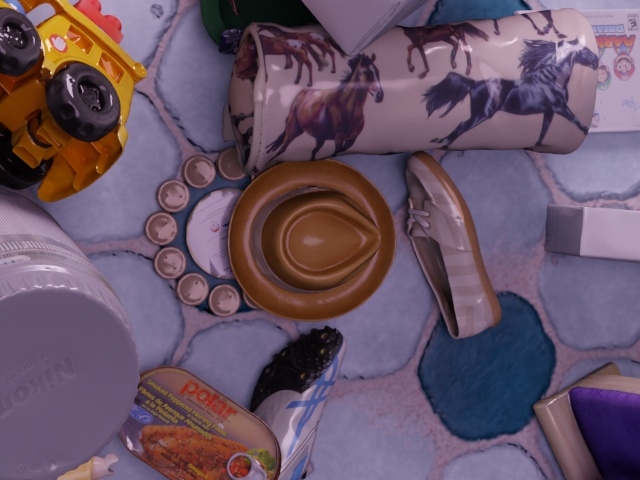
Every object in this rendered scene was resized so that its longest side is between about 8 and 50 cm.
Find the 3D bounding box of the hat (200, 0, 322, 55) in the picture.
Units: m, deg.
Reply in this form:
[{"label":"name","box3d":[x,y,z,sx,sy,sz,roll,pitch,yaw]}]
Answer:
[{"label":"hat","box3d":[-0.083,-0.328,1.882,0.173,0.183,0.208,-25,140,-9]}]

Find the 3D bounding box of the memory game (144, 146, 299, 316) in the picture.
[{"label":"memory game","box3d":[-0.099,-0.009,1.891,0.186,0.012,0.186,0,91,-18]}]

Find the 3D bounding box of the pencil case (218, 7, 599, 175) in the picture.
[{"label":"pencil case","box3d":[0.100,-0.160,1.854,0.410,0.183,0.159,-5,97,-16]}]

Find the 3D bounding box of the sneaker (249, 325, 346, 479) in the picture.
[{"label":"sneaker","box3d":[-0.035,0.203,1.888,0.086,0.085,0.237,36,77,-41]}]

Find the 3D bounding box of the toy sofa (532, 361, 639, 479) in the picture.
[{"label":"toy sofa","box3d":[0.362,0.240,1.859,0.177,0.362,0.150,-29,100,-20]}]

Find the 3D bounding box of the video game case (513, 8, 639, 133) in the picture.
[{"label":"video game case","box3d":[0.299,-0.194,2.005,0.157,0.019,0.143,-3,93,-17]}]

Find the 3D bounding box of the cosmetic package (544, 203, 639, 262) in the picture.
[{"label":"cosmetic package","box3d":[0.387,-0.002,1.997,0.239,0.099,0.060,5,90,-17]}]

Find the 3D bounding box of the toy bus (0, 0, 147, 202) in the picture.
[{"label":"toy bus","box3d":[-0.285,-0.184,1.750,0.220,0.149,0.211,41,43,-23]}]

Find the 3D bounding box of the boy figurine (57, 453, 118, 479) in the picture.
[{"label":"boy figurine","box3d":[-0.266,0.298,1.807,0.285,0.092,0.177,23,87,-20]}]

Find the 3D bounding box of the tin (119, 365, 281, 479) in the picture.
[{"label":"tin","box3d":[-0.126,0.208,1.832,0.190,0.040,0.106,33,87,16]}]

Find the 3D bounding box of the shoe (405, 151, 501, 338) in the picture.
[{"label":"shoe","box3d":[0.137,0.007,1.931,0.058,0.076,0.219,-26,101,-20]}]

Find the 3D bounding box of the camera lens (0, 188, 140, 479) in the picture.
[{"label":"camera lens","box3d":[-0.310,0.084,1.676,0.219,0.274,0.219,-10,114,-23]}]

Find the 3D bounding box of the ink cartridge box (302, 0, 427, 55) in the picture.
[{"label":"ink cartridge box","box3d":[0.081,-0.366,1.769,0.226,0.131,0.306,49,60,1]}]

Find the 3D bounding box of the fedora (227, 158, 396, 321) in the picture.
[{"label":"fedora","box3d":[0.000,0.000,1.874,0.194,0.079,0.194,-1,92,-19]}]
